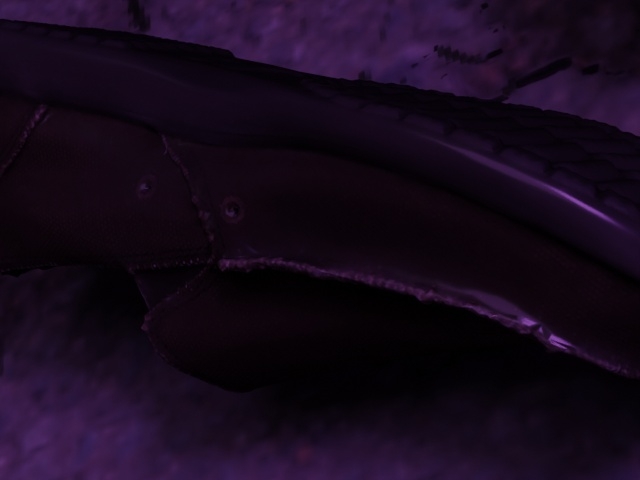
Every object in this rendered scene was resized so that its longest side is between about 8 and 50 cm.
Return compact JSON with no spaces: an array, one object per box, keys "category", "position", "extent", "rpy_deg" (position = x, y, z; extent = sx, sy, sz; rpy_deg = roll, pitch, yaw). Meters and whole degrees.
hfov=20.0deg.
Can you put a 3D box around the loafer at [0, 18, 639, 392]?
[{"category":"loafer","position":[0.000,0.000,0.432],"extent":[0.220,0.080,0.078],"rpy_deg":[16,102,37]}]
